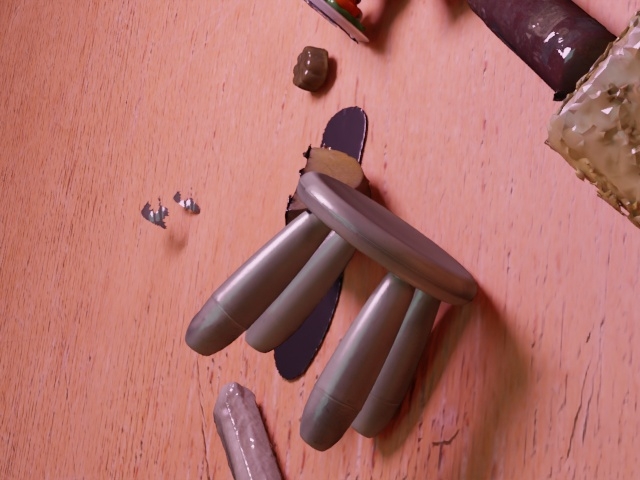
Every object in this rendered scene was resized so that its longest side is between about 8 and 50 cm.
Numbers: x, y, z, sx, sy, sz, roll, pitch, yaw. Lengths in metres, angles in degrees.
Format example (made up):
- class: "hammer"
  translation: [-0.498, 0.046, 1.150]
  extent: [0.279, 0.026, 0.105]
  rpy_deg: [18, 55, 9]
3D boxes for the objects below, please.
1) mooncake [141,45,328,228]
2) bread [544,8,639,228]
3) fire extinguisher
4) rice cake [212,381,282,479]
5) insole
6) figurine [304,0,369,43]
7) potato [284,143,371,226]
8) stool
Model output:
- class: "mooncake"
  translation: [-0.104, -0.124, 1.598]
  extent: [0.347, 0.057, 0.150]
  rpy_deg: [-49, 26, 18]
- class: "bread"
  translation: [0.360, -0.079, 0.909]
  extent: [0.315, 0.279, 0.248]
  rpy_deg: [41, 115, 9]
- class: "fire extinguisher"
  translation: [0.206, -0.183, 1.144]
  extent: [0.268, 0.089, 0.072]
  rpy_deg: [-120, 26, -52]
- class: "rice cake"
  translation: [-0.066, 0.259, 1.337]
  extent: [0.057, 0.052, 0.256]
  rpy_deg: [-55, 36, 26]
- class: "insole"
  translation: [0.000, 0.000, 1.419]
  extent: [0.109, 0.007, 0.322]
  rpy_deg: [-3, 70, 51]
- class: "figurine"
  translation: [0.048, -0.319, 1.436]
  extent: [0.154, 0.132, 0.132]
  rpy_deg: [-51, 37, 7]
- class: "potato"
  translation: [0.016, -0.028, 1.326]
  extent: [0.172, 0.089, 0.101]
  rpy_deg: [-75, -10, -66]
- class: "stool"
  translation: [0.018, 0.066, 1.179]
  extent: [0.195, 0.195, 0.199]
  rpy_deg: [36, 100, 18]
